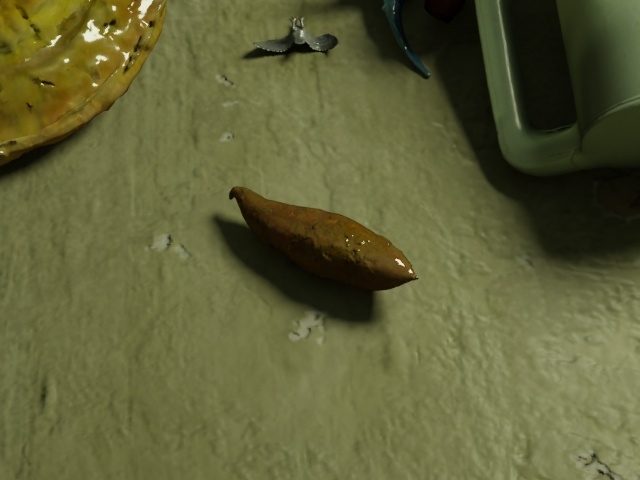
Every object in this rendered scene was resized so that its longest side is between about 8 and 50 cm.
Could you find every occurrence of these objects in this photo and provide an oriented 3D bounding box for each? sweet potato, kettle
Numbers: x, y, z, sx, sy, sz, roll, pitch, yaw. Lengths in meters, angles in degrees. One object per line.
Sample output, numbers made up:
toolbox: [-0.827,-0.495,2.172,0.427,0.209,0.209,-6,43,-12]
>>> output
sweet potato: [0.000,0.000,1.518,0.205,0.060,0.068,25,19,24]
kettle: [0.276,-0.233,1.546,0.265,0.205,0.318,-6,73,-1]

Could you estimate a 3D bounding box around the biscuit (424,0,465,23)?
biscuit: [0.150,-0.300,1.673,0.049,0.192,0.192,19,53,4]

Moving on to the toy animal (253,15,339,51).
toy animal: [-0.023,-0.204,1.702,0.084,0.028,0.050,1,59,3]

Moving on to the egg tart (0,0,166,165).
egg tart: [-0.355,-0.271,1.644,0.443,0.178,0.443,-1,64,2]

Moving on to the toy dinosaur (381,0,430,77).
toy dinosaur: [0.054,-0.308,1.752,0.144,0.076,0.329,22,46,-20]
